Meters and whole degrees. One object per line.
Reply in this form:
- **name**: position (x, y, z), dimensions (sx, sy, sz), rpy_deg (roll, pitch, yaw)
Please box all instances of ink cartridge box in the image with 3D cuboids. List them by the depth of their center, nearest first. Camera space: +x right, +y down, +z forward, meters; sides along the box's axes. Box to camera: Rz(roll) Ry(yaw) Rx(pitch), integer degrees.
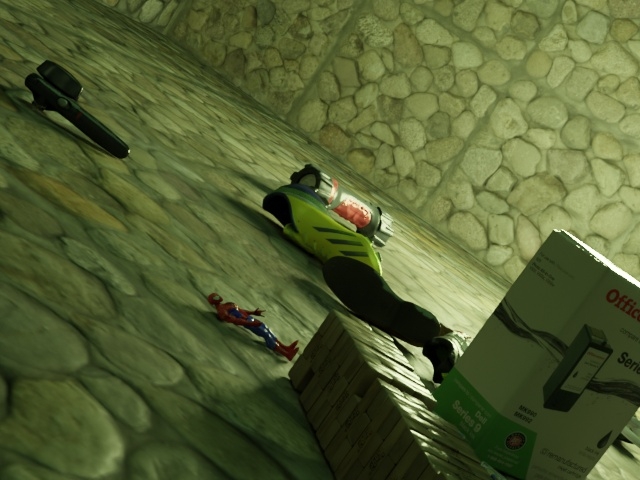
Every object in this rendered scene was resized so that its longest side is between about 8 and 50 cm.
- **ink cartridge box**: position (0.310, 0.161, 1.190), dimensions (0.211, 0.289, 0.121), rpy_deg (28, 11, -32)

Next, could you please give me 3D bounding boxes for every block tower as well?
- **block tower**: position (0.061, 0.180, 0.863), dimensions (0.091, 0.097, 0.335), rpy_deg (30, 8, -23)

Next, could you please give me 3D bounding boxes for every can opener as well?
- **can opener**: position (-0.358, -0.186, 1.373), dimensions (0.186, 0.073, 0.059), rpy_deg (43, 1, -6)

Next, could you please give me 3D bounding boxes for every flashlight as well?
- **flashlight**: position (0.054, -0.068, 2.090), dimensions (0.304, 0.103, 0.103), rpy_deg (31, 4, -44)

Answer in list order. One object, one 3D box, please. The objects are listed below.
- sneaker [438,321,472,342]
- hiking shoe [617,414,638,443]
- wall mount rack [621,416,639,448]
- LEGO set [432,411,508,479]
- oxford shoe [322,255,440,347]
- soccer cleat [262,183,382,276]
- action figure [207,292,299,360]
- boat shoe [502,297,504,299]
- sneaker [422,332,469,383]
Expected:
- **sneaker**: position (0.238, 0.181, 1.606), dimensions (0.067, 0.042, 0.118), rpy_deg (28, 9, -17)
- **hiking shoe**: position (0.579, 0.344, 1.894), dimensions (0.114, 0.086, 0.227), rpy_deg (44, 9, -31)
- **wall mount rack**: position (0.541, 0.377, 1.435), dimensions (0.350, 0.130, 0.304), rpy_deg (33, 13, -6)
- **LEGO set**: position (0.183, 0.255, 1.013), dimensions (0.244, 0.060, 0.182), rpy_deg (37, 14, 16)
- **oxford shoe**: position (0.089, 0.104, 1.460), dimensions (0.212, 0.076, 0.076), rpy_deg (37, -17, 13)
- **soccer cleat**: position (-0.001, 0.001, 1.642), dimensions (0.121, 0.093, 0.289), rpy_deg (-13, 44, -34)
- **action figure**: position (-0.076, 0.092, 1.031), dimensions (0.115, 0.030, 0.038), rpy_deg (30, 15, -10)
- **boat shoe**: position (0.473, 0.198, 2.104), dimensions (0.099, 0.116, 0.319), rpy_deg (30, 5, -4)
- **sneaker**: position (0.203, 0.200, 1.344), dimensions (0.074, 0.063, 0.170), rpy_deg (4, 37, -35)
